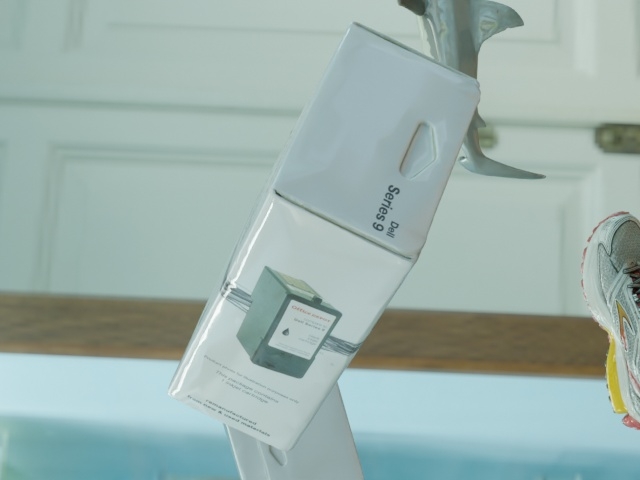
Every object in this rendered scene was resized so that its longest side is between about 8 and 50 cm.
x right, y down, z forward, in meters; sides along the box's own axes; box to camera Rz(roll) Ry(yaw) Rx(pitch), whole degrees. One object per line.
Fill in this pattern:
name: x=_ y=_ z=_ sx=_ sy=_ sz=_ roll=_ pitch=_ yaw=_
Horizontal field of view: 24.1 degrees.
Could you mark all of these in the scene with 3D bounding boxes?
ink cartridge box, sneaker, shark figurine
ink cartridge box: x=-0.038 y=0.207 z=1.636 sx=0.176 sy=0.127 sz=0.128 roll=-158 pitch=52 yaw=-83
ink cartridge box: x=0.000 y=0.000 z=1.208 sx=0.289 sy=0.121 sz=0.211 roll=-60 pitch=5 yaw=48
sneaker: x=0.335 y=0.079 z=1.522 sx=0.092 sy=0.088 sz=0.225 roll=-15 pitch=90 yaw=61
shark figurine: x=0.160 y=-0.185 z=1.540 sx=0.166 sy=0.116 sz=0.278 roll=-26 pitch=-77 yaw=-71
